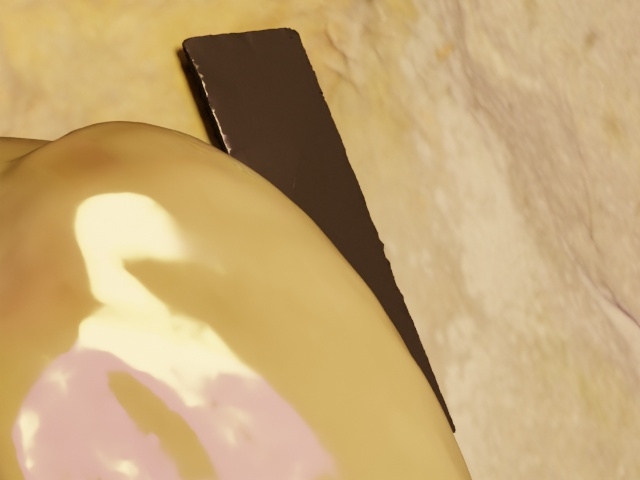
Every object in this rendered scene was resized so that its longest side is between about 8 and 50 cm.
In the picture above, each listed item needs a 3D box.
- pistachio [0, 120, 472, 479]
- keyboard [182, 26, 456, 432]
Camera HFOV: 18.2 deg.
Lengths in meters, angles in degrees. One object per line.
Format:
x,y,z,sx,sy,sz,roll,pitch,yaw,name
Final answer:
-0.047,0.113,0.622,0.332,0.207,0.226,59,-3,-14,pistachio
-0.001,0.001,0.856,0.074,0.015,0.197,-13,79,-52,keyboard
